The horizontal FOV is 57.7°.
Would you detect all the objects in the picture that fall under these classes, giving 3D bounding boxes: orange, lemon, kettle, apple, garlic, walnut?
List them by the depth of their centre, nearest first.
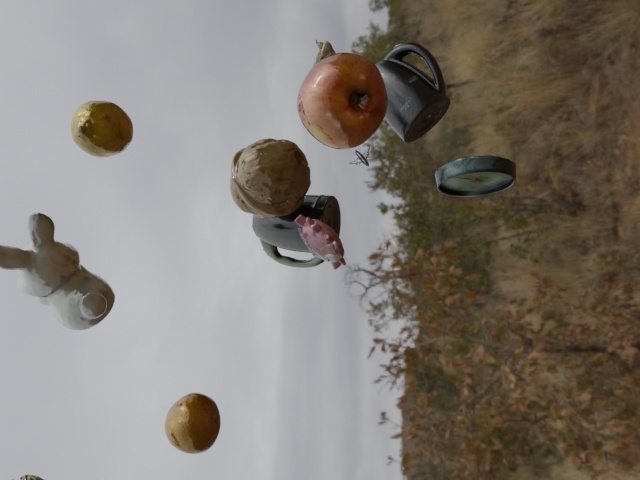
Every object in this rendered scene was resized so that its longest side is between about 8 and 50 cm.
[{"bbox_3d":[0.050,-0.305,1.277,0.164,0.209,0.209,33,138,58],"label":"apple"},{"bbox_3d":[-0.337,0.480,1.525,0.159,0.136,0.159,-9,-90,-80],"label":"orange"},{"bbox_3d":[0.014,-0.541,1.748,0.113,0.074,0.094,79,-157,-54],"label":"garlic"},{"bbox_3d":[-0.719,-0.367,1.916,0.257,0.188,0.188,-40,-56,-80],"label":"lemon"},{"bbox_3d":[-0.176,-0.213,1.985,0.296,0.285,0.285,131,147,-49],"label":"walnut"},{"bbox_3d":[0.304,-0.537,2.028,0.290,0.268,0.207,53,-149,17],"label":"kettle"},{"bbox_3d":[-0.104,-0.032,2.244,0.228,0.324,0.321,-58,-33,-53],"label":"kettle"}]

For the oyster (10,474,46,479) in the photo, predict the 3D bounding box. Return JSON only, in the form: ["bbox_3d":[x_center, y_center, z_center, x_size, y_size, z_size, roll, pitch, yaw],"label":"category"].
[{"bbox_3d":[-0.718,0.771,1.527,0.133,0.198,0.337,-15,-87,-66],"label":"oyster"}]

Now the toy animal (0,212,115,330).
[{"bbox_3d":[-0.774,0.099,1.707,0.196,0.241,0.367,-50,-59,-26],"label":"toy animal"}]

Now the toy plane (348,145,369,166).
[{"bbox_3d":[0.126,-0.251,1.766,0.083,0.078,0.031,55,-170,32],"label":"toy plane"}]

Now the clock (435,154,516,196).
[{"bbox_3d":[0.442,-0.178,1.655,0.226,0.226,0.049,51,-144,-72],"label":"clock"}]

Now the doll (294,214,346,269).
[{"bbox_3d":[0.000,0.000,1.866,0.262,0.093,0.211,23,152,57],"label":"doll"}]
